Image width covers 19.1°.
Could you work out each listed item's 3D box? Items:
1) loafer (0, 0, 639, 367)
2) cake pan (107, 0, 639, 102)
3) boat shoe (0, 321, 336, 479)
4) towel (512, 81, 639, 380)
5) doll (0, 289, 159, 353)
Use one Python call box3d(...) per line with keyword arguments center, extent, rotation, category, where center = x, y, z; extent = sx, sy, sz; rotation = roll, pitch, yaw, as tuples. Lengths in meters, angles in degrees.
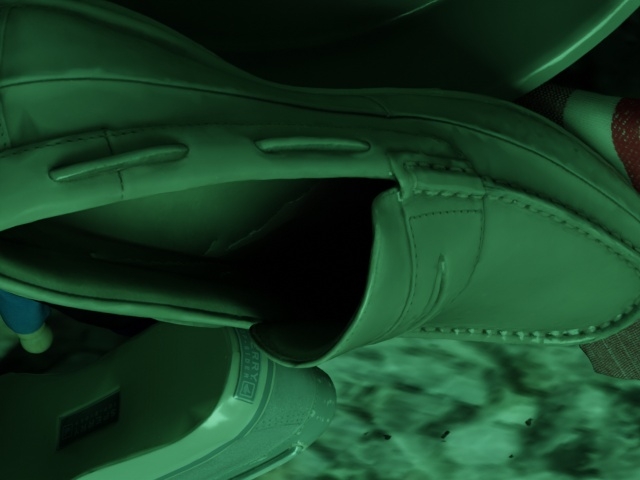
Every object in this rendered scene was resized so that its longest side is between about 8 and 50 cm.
box3d(center=(0.000, 0.000, 0.682), extent=(0.319, 0.111, 0.112), rotation=(11, 134, -30), category="loafer")
box3d(center=(0.005, -0.145, 0.650), extent=(0.293, 0.054, 0.293), rotation=(-11, 140, -9), category="cake pan")
box3d(center=(-0.085, 0.093, 0.829), extent=(0.081, 0.079, 0.227), rotation=(25, 145, -37), category="boat shoe")
box3d(center=(0.229, 0.018, 0.782), extent=(0.329, 0.037, 0.237), rotation=(11, 155, 32), category="towel")
box3d(center=(-0.086, 0.014, 0.803), extent=(0.189, 0.046, 0.129), rotation=(21, 141, -37), category="doll")
